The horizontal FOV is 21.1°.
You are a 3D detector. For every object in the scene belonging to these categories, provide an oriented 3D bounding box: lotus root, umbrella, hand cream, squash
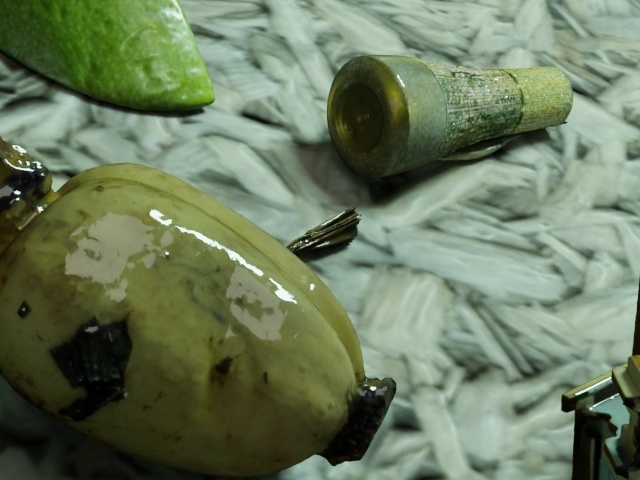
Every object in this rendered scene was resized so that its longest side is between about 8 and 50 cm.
[{"bbox_3d":[-0.087,0.046,0.909,0.257,0.140,0.154,30,25,1],"label":"lotus root"},{"bbox_3d":[-0.001,-0.002,1.094,0.083,0.031,0.020,-21,83,-36],"label":"umbrella"},{"bbox_3d":[0.100,-0.095,1.217,0.203,0.084,0.084,-10,44,-41],"label":"hand cream"},{"bbox_3d":[-0.216,-0.189,1.245,0.111,0.203,0.288,-20,85,-39],"label":"squash"}]

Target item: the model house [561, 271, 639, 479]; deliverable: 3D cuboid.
[{"bbox_3d":[0.257,0.068,0.963,0.271,0.178,0.206,-6,27,-4],"label":"model house"}]
